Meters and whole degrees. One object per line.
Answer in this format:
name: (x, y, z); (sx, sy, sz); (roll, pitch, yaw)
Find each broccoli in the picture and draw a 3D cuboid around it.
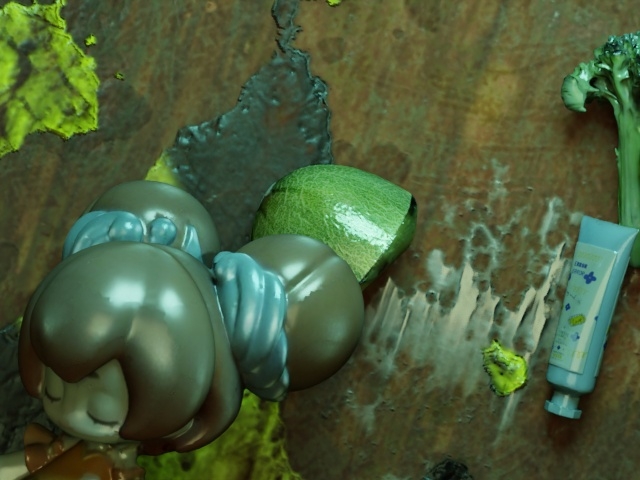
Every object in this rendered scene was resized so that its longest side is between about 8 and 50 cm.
broccoli: (0.276, -0.079, 1.683); (0.122, 0.118, 0.204); (-1, 104, -27)

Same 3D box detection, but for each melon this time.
melon: (0.000, 0.000, 1.690); (0.128, 0.079, 0.160); (36, 89, 2)

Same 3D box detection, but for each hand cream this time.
hand cream: (0.226, 0.067, 1.688); (0.065, 0.043, 0.170); (18, 97, 47)

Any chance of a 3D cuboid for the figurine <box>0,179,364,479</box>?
figurine: (-0.150, 0.160, 1.603); (0.277, 0.248, 0.388); (20, 100, 29)
